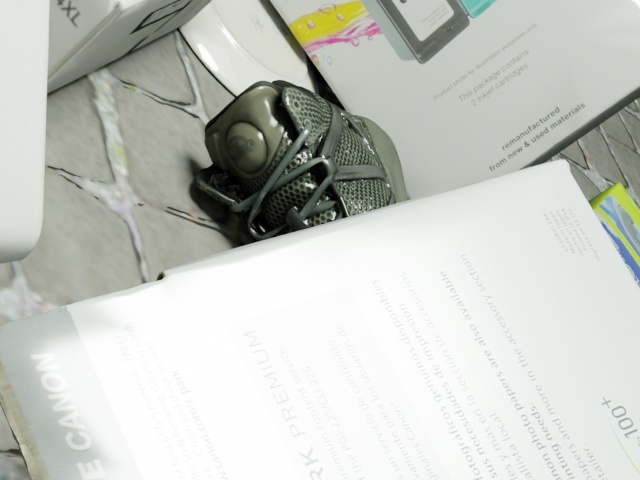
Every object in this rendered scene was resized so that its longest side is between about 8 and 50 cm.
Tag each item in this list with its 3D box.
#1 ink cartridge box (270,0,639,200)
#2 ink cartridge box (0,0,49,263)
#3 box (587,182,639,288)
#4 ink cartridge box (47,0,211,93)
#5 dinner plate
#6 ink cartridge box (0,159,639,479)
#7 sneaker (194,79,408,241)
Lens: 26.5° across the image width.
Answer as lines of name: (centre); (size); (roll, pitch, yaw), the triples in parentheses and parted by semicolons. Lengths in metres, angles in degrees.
ink cartridge box: (0.099, -0.181, 0.941); (0.270, 0.197, 0.198); (56, 21, 4)
ink cartridge box: (-0.246, -0.141, 0.236); (0.395, 0.166, 0.285); (2, 91, -52)
box: (0.248, 0.020, 1.131); (0.109, 0.042, 0.178); (54, 26, 2)
ink cartridge box: (-0.130, -0.172, 0.706); (0.148, 0.086, 0.203); (51, 28, -4)
dinner plate: (-0.046, -0.136, 0.876); (0.141, 0.017, 0.141); (40, 29, -28)
ink cartridge box: (0.039, 0.152, 0.503); (0.272, 0.130, 0.309); (-15, 68, -33)
sneaker: (0.000, 0.000, 0.715); (0.130, 0.087, 0.227); (27, 34, -39)
